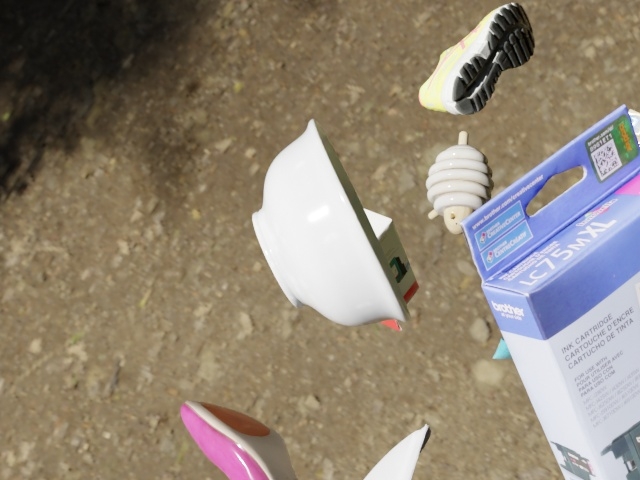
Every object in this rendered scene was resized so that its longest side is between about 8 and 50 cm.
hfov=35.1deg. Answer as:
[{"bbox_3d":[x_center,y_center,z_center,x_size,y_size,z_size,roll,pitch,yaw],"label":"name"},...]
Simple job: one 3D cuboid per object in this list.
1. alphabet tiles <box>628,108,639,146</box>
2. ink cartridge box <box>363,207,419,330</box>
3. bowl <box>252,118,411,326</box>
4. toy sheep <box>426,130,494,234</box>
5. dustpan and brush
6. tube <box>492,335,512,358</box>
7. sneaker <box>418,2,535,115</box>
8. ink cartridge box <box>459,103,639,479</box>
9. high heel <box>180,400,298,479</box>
[{"bbox_3d":[0.593,-0.093,1.827,0.198,0.009,0.237,30,102,31],"label":"alphabet tiles"},{"bbox_3d":[0.081,0.044,1.729,0.134,0.231,0.078,23,63,37],"label":"ink cartridge box"},{"bbox_3d":[0.000,0.000,1.343,0.134,0.298,0.298,-26,51,5],"label":"bowl"},{"bbox_3d":[0.169,-0.071,1.234,0.091,0.091,0.132,-10,71,33],"label":"toy sheep"},{"bbox_3d":[0.050,0.279,0.971,0.211,0.060,0.147,-43,16,47],"label":"dustpan and brush"},{"bbox_3d":[0.325,0.152,1.627,0.080,0.207,0.052,4,61,7],"label":"tube"},{"bbox_3d":[0.197,-0.236,1.304,0.094,0.081,0.208,-1,37,51],"label":"sneaker"},{"bbox_3d":[0.239,0.075,0.765,0.186,0.311,0.065,-33,18,-21],"label":"ink cartridge box"},{"bbox_3d":[-0.087,0.366,1.373,0.377,0.127,0.181,30,100,39],"label":"high heel"}]
